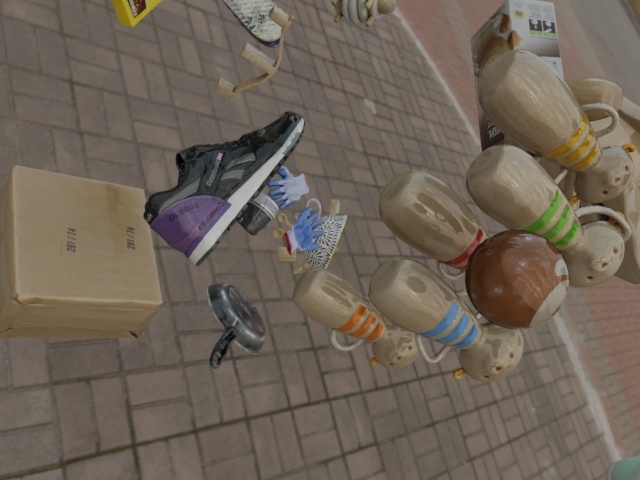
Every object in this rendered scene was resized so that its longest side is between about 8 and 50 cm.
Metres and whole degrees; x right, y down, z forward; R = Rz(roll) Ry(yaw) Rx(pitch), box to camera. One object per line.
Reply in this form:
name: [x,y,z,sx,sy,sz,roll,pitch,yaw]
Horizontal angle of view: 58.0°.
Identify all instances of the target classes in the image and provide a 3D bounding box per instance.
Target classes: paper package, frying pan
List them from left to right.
paper package: [-0.520,0.036,1.231,0.309,0.168,0.325,10,49,-41]
frying pan: [-0.206,0.170,1.284,0.197,0.053,0.326,55,8,11]

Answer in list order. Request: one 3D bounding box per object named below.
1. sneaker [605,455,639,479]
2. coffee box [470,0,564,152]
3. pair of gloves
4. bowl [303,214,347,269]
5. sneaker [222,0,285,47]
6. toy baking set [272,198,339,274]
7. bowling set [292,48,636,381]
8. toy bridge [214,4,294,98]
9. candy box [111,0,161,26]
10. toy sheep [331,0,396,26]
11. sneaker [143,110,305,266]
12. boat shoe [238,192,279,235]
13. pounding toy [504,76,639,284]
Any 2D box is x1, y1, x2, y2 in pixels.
sneaker: [0.542,0.326,0.774,0.151,0.255,0.094,86,-1,-69]
coffee box: [0.366,-0.299,1.074,0.098,0.141,0.247,1,76,-15]
pair of gloves: [-0.049,-0.067,1.227,0.159,0.023,0.198,-32,108,-60]
bowl: [0.000,0.000,1.444,0.080,0.170,0.170,23,44,0]
sneaker: [-0.184,-0.571,1.360,0.293,0.102,0.146,55,4,1]
toy baking set: [-0.036,-0.016,1.774,0.197,0.256,0.030,66,14,0]
bowling set: [0.121,0.030,0.401,0.154,0.287,0.200,35,19,-22]
toy bridge: [-0.101,-0.302,0.958,0.063,0.188,0.026,30,41,-26]
candy box: [-0.237,-0.379,0.701,0.027,0.206,0.105,20,59,16]
toy sheep: [0.064,-0.401,0.962,0.132,0.091,0.091,19,35,18]
sneaker: [-0.132,-0.109,0.815,0.124,0.107,0.283,39,62,-8]
boat shoe: [-0.159,-0.059,0.979,0.076,0.228,0.080,-54,134,-11]
pounding toy: [0.252,-0.054,0.587,0.270,0.155,0.154,55,-7,-34]
